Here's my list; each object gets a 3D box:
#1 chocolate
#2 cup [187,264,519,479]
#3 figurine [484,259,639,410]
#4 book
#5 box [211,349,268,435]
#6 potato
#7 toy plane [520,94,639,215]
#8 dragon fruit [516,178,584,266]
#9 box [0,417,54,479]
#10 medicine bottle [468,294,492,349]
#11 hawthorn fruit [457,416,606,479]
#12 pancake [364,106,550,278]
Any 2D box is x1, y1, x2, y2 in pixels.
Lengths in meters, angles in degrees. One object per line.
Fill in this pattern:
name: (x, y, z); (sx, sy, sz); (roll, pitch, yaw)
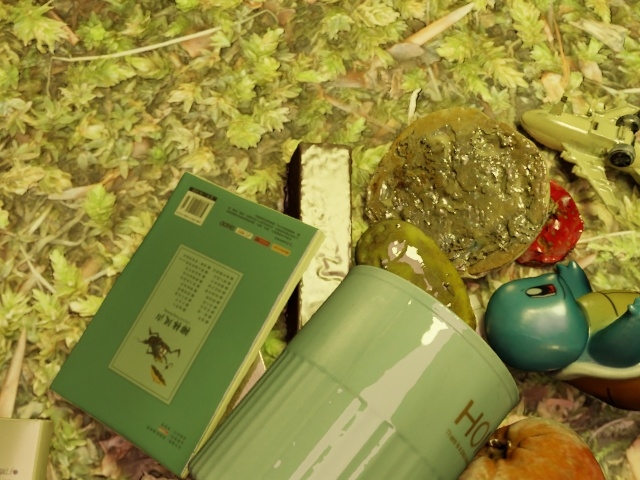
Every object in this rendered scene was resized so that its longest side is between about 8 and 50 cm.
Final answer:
chocolate: (0.000, 0.000, 1.043); (0.112, 0.112, 0.321); (3, 73, -5)
cup: (0.027, 0.235, 0.846); (0.257, 0.331, 0.311); (43, 72, 2)
figurine: (0.445, 0.144, 0.986); (0.416, 0.298, 0.243); (31, 107, -6)
book: (-0.192, 0.102, 0.979); (0.264, 0.031, 0.379); (25, 78, 27)
box: (-0.122, 0.256, 0.984); (0.141, 0.058, 0.201); (-19, 76, -9)
potato: (0.140, 0.082, 1.011); (0.251, 0.149, 0.113); (55, 37, -4)
toy plane: (0.453, -0.158, 1.135); (0.256, 0.104, 0.242); (28, 58, -2)
dragon fruit: (0.354, -0.038, 1.081); (0.153, 0.111, 0.153); (1, 77, -4)
box: (-0.556, 0.339, 0.927); (0.353, 0.069, 0.214); (3, 73, -1)
medicine bottle: (0.231, 0.130, 1.049); (0.052, 0.052, 0.089); (-20, 76, -10)
hawthorn fruit: (0.252, 0.359, 0.888); (0.235, 0.231, 0.263); (-1, 68, 7)
pancake: (0.203, -0.068, 1.055); (0.282, 0.049, 0.282); (0, 90, 25)
